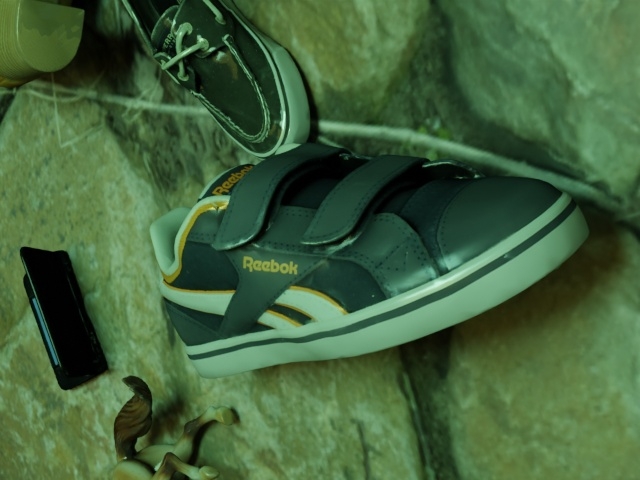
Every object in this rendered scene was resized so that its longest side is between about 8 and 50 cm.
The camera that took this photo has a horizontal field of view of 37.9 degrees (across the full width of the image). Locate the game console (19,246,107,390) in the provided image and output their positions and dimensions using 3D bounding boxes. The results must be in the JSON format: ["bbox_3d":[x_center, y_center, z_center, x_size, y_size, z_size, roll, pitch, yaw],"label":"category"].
[{"bbox_3d":[-0.251,0.075,0.850,0.107,0.071,0.122,-28,79,39],"label":"game console"}]

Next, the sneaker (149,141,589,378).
[{"bbox_3d":[0.000,0.000,0.581,0.321,0.126,0.127,-19,101,42],"label":"sneaker"}]

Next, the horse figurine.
[{"bbox_3d":[-0.119,0.241,0.773,0.174,0.066,0.263,-27,81,38],"label":"horse figurine"}]

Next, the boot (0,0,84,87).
[{"bbox_3d":[-0.240,-0.273,0.766,0.211,0.104,0.295,17,95,52],"label":"boot"}]

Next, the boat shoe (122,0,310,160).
[{"bbox_3d":[-0.091,-0.142,0.677,0.219,0.070,0.078,54,127,19],"label":"boat shoe"}]
